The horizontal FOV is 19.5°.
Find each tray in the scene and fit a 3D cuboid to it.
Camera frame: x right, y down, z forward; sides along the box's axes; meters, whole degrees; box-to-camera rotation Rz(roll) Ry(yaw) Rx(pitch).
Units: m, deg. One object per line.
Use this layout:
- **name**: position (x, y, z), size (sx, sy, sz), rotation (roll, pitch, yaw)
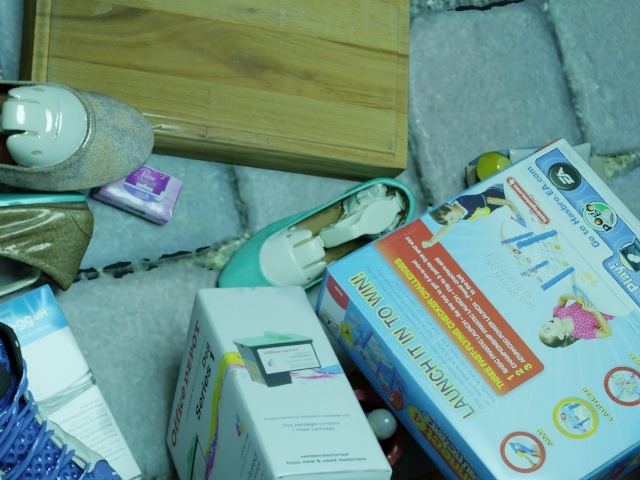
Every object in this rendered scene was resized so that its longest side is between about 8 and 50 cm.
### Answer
- **tray**: position (-0.106, -0.190, 1.976), size (0.411, 0.076, 0.202), rotation (7, 74, -19)

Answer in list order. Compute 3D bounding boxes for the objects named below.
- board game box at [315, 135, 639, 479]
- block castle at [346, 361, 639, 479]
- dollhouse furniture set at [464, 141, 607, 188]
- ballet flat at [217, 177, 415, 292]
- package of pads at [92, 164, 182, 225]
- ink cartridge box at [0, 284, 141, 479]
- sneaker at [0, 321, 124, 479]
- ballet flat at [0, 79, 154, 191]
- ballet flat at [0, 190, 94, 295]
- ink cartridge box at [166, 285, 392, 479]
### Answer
- **board game box**: position (0.206, 0.091, 1.782), size (0.302, 0.086, 0.308), rotation (-28, 66, -24)
- **block castle**: position (0.220, 0.224, 1.918), size (0.453, 0.213, 0.303), rotation (36, 66, -10)
- **dollhouse furniture set**: position (0.333, 0.019, 2.025), size (0.303, 0.198, 0.286), rotation (-3, 77, -22)
- **ballet flat**: position (0.000, 0.000, 1.959), size (0.247, 0.087, 0.083), rotation (-31, 91, -25)
- **package of pads**: position (-0.189, -0.054, 1.929), size (0.083, 0.032, 0.050), rotation (22, 71, -15)
- **ink cartridge box**: position (-0.266, 0.160, 1.777), size (0.086, 0.148, 0.203), rotation (-24, 86, -25)
- **sneaker**: position (-0.282, 0.167, 1.588), size (0.315, 0.182, 0.127), rotation (42, 65, -7)
- **ballet flat**: position (-0.321, -0.110, 1.797), size (0.316, 0.106, 0.107), rotation (3, 79, 2)
- **ballet flat**: position (-0.388, 0.005, 1.807), size (0.342, 0.116, 0.124), rotation (3, 94, -25)
- **ink cartridge box**: position (-0.048, 0.201, 1.756), size (0.117, 0.201, 0.278), rotation (0, 35, -21)
